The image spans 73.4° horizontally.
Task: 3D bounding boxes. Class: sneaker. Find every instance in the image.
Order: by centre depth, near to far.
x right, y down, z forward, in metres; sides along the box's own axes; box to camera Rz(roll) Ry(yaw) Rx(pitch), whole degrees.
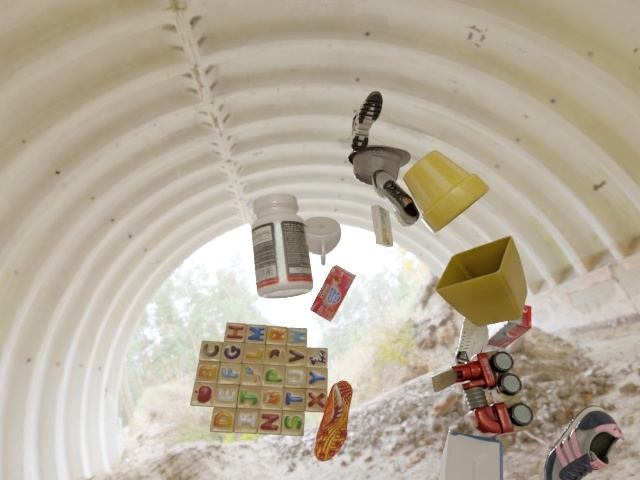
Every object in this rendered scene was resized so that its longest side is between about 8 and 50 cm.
[{"bbox_3d":[0.031,0.398,0.948,0.067,0.064,0.175,115,180,-57],"label":"sneaker"},{"bbox_3d":[0.802,0.669,1.317,0.131,0.112,0.318,-92,22,-77],"label":"sneaker"},{"bbox_3d":[0.505,0.353,1.453,0.095,0.234,0.090,11,-6,-43],"label":"sneaker"},{"bbox_3d":[0.159,-0.447,1.568,0.078,0.106,0.234,6,-47,-14],"label":"sneaker"},{"bbox_3d":[0.317,-0.184,1.759,0.100,0.271,0.108,-38,0,-17],"label":"sneaker"}]

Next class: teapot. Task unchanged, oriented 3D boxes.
[{"bbox_3d":[0.000,0.000,2.337,0.256,0.253,0.186,-33,-46,-43],"label":"teapot"}]

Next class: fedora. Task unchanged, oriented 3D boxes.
[{"bbox_3d":[0.255,-0.317,1.895,0.276,0.124,0.243,9,-15,-5],"label":"fedora"}]

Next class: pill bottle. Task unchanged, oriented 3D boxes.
[{"bbox_3d":[-0.147,0.022,1.587,0.211,0.362,0.210,-7,-16,-2],"label":"pill bottle"}]

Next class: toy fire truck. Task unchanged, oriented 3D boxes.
[{"bbox_3d":[0.427,0.427,1.187,0.247,0.216,0.158,-8,-29,-2],"label":"toy fire truck"}]

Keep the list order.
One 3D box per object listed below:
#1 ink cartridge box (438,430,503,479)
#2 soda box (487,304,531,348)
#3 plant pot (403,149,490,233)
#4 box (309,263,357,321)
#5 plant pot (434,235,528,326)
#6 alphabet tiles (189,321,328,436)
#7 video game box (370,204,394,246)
[{"bbox_3d":[0.409,0.750,1.220,0.151,0.269,0.395,8,-40,15],"label":"ink cartridge box"},{"bbox_3d":[0.706,0.326,1.626,0.084,0.092,0.263,12,-29,7],"label":"soda box"},{"bbox_3d":[0.443,-0.192,1.584,0.254,0.239,0.254,-37,-11,-9],"label":"plant pot"},{"bbox_3d":[0.064,0.259,2.143,0.256,0.128,0.123,-62,-9,9],"label":"box"},{"bbox_3d":[0.519,0.141,1.327,0.212,0.187,0.212,-26,14,42],"label":"plant pot"},{"bbox_3d":[-0.151,0.352,1.118,0.344,0.284,0.011,5,-35,-4],"label":"alphabet tiles"},{"bbox_3d":[0.325,-0.070,2.239,0.048,0.204,0.187,-11,-12,23],"label":"video game box"}]
